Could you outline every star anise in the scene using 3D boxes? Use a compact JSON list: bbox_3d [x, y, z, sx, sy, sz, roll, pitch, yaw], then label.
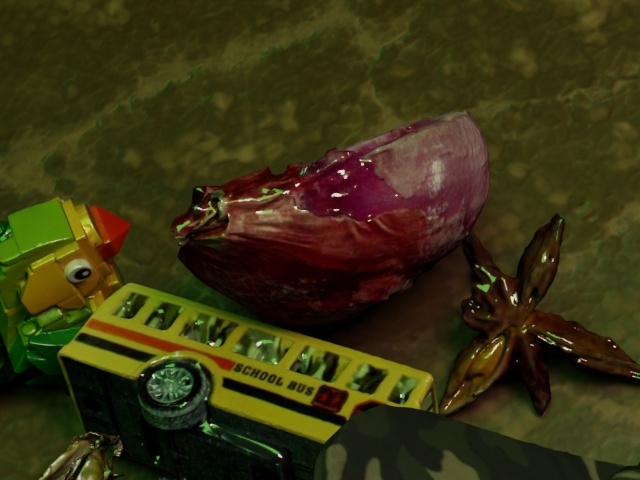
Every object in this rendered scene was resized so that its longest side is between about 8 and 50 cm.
[{"bbox_3d":[0.148,0.050,1.159,0.158,0.144,0.141,-20,101,11],"label":"star anise"}]

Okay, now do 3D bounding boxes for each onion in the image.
[{"bbox_3d":[0.000,0.000,1.113,0.227,0.283,0.120,-29,82,37],"label":"onion"}]

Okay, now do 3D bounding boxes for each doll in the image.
[{"bbox_3d":[-0.211,0.044,1.188,0.134,0.186,0.106,-8,52,-24],"label":"doll"}]

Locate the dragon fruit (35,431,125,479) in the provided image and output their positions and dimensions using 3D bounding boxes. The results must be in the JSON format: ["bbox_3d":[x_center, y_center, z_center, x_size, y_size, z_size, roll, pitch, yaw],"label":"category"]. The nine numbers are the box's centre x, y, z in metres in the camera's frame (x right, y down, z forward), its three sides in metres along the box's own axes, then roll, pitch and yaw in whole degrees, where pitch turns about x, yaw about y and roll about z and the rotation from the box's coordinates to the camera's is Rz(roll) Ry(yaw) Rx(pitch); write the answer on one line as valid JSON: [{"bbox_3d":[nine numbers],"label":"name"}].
[{"bbox_3d":[-0.236,0.219,1.103,0.246,0.125,0.125,-37,14,-6],"label":"dragon fruit"}]

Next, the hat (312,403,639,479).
[{"bbox_3d":[0.178,0.236,0.894,0.257,0.381,0.366,-14,58,34],"label":"hat"}]

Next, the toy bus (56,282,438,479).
[{"bbox_3d":[-0.021,0.136,1.107,0.335,0.121,0.123,15,47,23],"label":"toy bus"}]
